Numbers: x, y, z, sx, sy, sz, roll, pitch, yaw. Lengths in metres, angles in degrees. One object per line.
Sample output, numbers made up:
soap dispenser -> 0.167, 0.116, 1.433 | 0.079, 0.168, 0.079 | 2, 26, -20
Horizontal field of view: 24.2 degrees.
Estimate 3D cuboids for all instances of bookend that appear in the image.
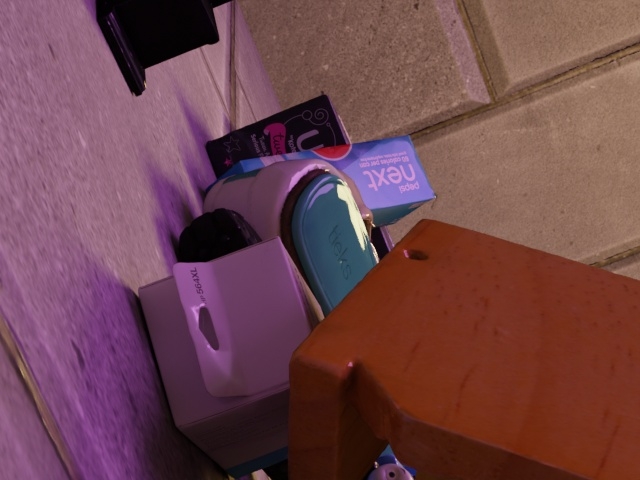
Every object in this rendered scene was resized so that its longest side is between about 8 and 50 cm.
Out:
bookend -> -0.094, -0.205, 1.192 | 0.156, 0.157, 0.072 | -107, 175, -59

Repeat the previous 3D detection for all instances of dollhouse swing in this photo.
dollhouse swing -> 0.165, 0.194, 0.841 | 0.315, 0.347, 0.304 | -42, 146, -61

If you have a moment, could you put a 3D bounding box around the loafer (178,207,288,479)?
loafer -> -0.034, 0.080, 1.052 | 0.223, 0.076, 0.078 | 66, 10, 22

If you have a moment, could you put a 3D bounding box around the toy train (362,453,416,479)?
toy train -> 0.040, 0.212, 1.165 | 0.184, 0.105, 0.080 | 61, 8, -68

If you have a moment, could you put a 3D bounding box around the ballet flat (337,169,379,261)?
ballet flat -> 0.019, 0.048, 1.342 | 0.086, 0.086, 0.248 | -108, -170, -45

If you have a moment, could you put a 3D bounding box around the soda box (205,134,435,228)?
soda box -> 0.002, -0.044, 1.393 | 0.067, 0.210, 0.071 | -34, -108, 48

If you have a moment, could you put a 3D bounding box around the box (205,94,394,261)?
box -> 0.000, 0.000, 1.550 | 0.163, 0.142, 0.247 | 52, 17, -78

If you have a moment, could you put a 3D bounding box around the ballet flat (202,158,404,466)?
ballet flat -> 0.010, 0.094, 1.273 | 0.139, 0.139, 0.400 | -106, 174, -57

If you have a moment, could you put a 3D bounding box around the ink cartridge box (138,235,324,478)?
ink cartridge box -> -0.041, 0.069, 0.879 | 0.143, 0.090, 0.092 | 63, 7, -66
